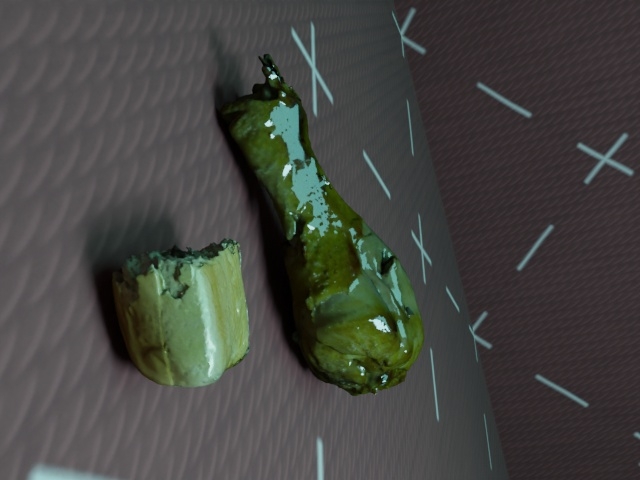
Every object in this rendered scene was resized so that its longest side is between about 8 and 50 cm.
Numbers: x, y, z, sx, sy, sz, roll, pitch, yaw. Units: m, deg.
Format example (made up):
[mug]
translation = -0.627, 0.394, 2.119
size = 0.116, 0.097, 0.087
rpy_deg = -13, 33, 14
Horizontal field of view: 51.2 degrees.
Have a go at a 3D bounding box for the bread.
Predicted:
[bread]
translation = -0.103, 0.054, 0.511
size = 0.125, 0.082, 0.106
rpy_deg = -22, 111, -81

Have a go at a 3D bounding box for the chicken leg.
[chicken leg]
translation = 0.000, 0.000, 0.772
size = 0.201, 0.152, 0.429
rpy_deg = -82, 148, -72
